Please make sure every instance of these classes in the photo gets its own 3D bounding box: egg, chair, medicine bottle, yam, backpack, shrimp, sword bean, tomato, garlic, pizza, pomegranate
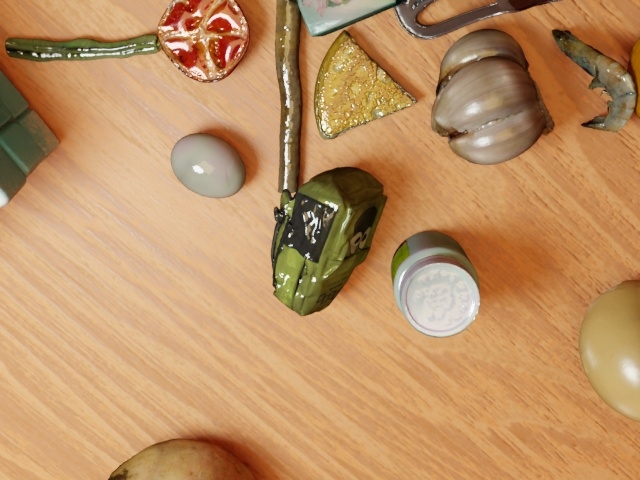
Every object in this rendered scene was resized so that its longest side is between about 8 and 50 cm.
[{"bbox_3d":[-0.191,-0.127,1.407,0.135,0.103,0.103,29,102,-4],"label":"egg"},{"bbox_3d":[0.286,-0.437,1.306,0.326,0.183,0.175,1,108,49],"label":"chair"},{"bbox_3d":[0.188,0.070,1.364,0.139,0.225,0.139,0,101,2],"label":"medicine bottle"},{"bbox_3d":[-0.055,-0.242,1.405,0.045,0.045,0.327,7,104,25],"label":"yam"},{"bbox_3d":[0.000,0.000,1.376,0.140,0.207,0.253,28,113,20],"label":"backpack"},{"bbox_3d":[0.437,-0.255,1.355,0.035,0.148,0.195,-29,56,-14],"label":"shrimp"},{"bbox_3d":[-0.402,-0.331,1.412,0.269,0.038,0.043,-1,127,4],"label":"sword bean"},{"bbox_3d":[-0.187,-0.346,1.377,0.155,0.069,0.155,2,103,7],"label":"tomato"},{"bbox_3d":[0.271,-0.228,1.329,0.191,0.160,0.214,-19,103,2],"label":"garlic"},{"bbox_3d":[0.076,-0.262,1.396,0.176,0.036,0.185,0,100,2],"label":"pizza"},{"bbox_3d":[-0.257,0.513,1.466,0.322,0.322,0.322,1,102,3],"label":"pomegranate"},{"bbox_3d":[0.536,0.191,1.370,0.201,0.244,0.201,1,134,1],"label":"egg"}]

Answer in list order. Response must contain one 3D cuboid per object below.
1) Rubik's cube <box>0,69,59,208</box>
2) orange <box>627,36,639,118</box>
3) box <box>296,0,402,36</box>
[{"bbox_3d":[-0.663,-0.152,1.297,0.319,0.316,0.322,-32,110,10],"label":"Rubik's cube"},{"bbox_3d":[0.591,-0.260,1.284,0.219,0.193,0.219,0,90,10],"label":"orange"},{"bbox_3d":[0.017,-0.466,1.316,0.153,0.092,0.245,-19,101,18],"label":"box"}]
